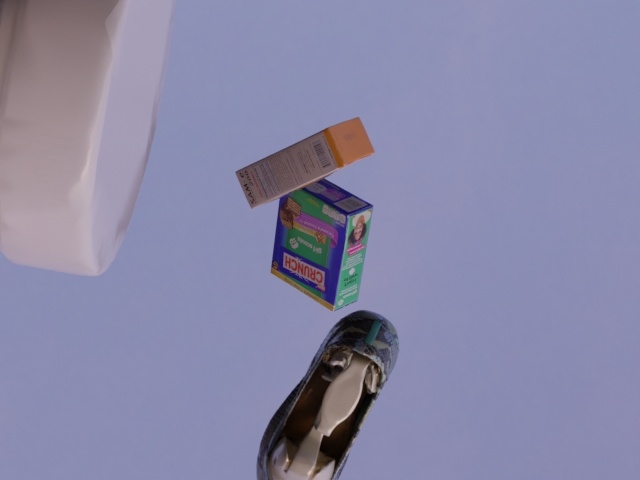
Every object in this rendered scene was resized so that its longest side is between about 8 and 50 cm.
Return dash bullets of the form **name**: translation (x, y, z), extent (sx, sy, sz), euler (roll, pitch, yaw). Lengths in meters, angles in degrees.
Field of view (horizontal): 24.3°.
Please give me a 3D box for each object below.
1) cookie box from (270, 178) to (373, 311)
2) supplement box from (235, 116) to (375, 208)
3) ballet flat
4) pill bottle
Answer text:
- **cookie box**: translation (0.000, 0.000, 1.437), extent (0.092, 0.107, 0.040), euler (30, -145, 35)
- **supplement box**: translation (-0.013, -0.064, 1.235), extent (0.098, 0.036, 0.062), euler (-23, -178, 30)
- **ballet flat**: translation (-0.002, 0.136, 1.086), extent (0.070, 0.070, 0.188), euler (46, -58, 44)
- **pill bottle**: translation (-0.200, -0.078, 0.527), extent (0.278, 0.162, 0.162), euler (11, -126, 1)
